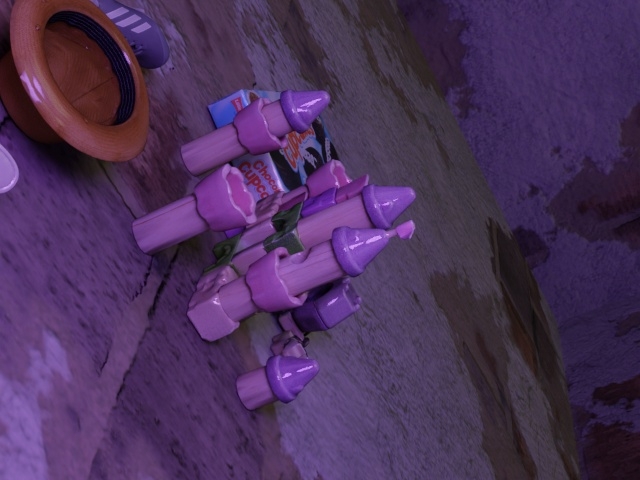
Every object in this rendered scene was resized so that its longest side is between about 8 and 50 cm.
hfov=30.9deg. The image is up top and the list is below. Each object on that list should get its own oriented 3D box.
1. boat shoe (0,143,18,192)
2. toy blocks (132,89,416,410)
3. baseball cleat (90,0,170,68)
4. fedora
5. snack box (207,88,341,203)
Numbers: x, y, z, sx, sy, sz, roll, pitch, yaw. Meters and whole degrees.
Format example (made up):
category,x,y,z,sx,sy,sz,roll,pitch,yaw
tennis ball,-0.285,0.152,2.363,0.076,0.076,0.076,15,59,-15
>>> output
category,x,y,z,sx,sy,sz,roll,pitch,yaw
boat shoe,-0.289,-0.090,0.922,0.046,0.038,0.125,-48,116,-25
toy blocks,0.000,0.000,1.296,0.309,0.260,0.288,61,18,-20
baseball cleat,-0.236,-0.219,1.223,0.206,0.072,0.109,40,46,-48
fedora,-0.239,-0.145,1.073,0.194,0.079,0.194,47,31,-40
snack box,-0.045,-0.117,1.644,0.187,0.060,0.322,67,17,0
